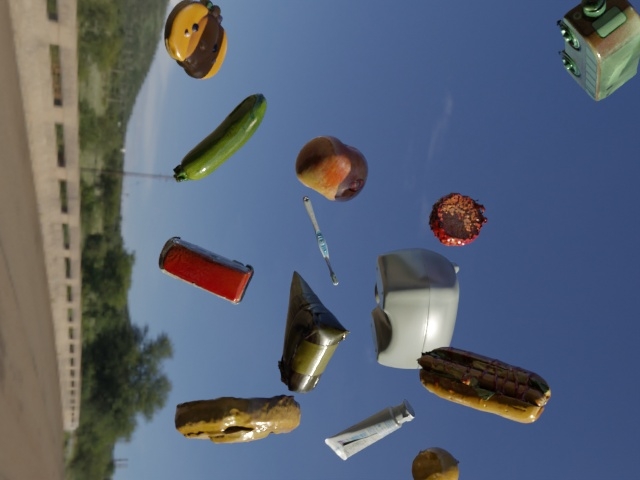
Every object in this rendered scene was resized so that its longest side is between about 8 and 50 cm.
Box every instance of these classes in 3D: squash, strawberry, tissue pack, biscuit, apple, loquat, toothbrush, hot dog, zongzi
[{"bbox_3d":[-0.202,-0.207,1.405,0.258,0.069,0.069,-46,-158,-4],"label":"squash"},{"bbox_3d":[0.345,-0.052,1.727,0.086,0.145,0.145,121,-32,-65],"label":"strawberry"},{"bbox_3d":[0.271,0.193,1.895,0.229,0.235,0.333,-95,-175,-52],"label":"tissue pack"},{"bbox_3d":[-0.254,-0.437,1.444,0.050,0.170,0.170,16,-76,34],"label":"biscuit"},{"bbox_3d":[0.037,-0.202,1.891,0.164,0.209,0.209,-61,-158,4],"label":"apple"},{"bbox_3d":[0.337,0.670,1.971,0.141,0.141,0.141,-176,-90,-71],"label":"loquat"},{"bbox_3d":[-0.190,0.418,1.567,0.296,0.296,0.102,137,-46,-63],"label":"biscuit"},{"bbox_3d":[0.000,0.000,1.160,0.017,0.014,0.162,153,-83,-78],"label":"toothbrush"},{"bbox_3d":[0.279,0.247,1.202,0.250,0.104,0.076,16,-33,35],"label":"hot dog"},{"bbox_3d":[-0.070,0.297,2.188,0.289,0.154,0.317,-62,-144,22],"label":"zongzi"}]

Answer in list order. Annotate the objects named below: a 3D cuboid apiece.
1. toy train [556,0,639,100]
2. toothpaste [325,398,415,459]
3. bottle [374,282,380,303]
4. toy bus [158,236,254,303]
[{"bbox_3d":[0.618,-0.431,1.490,0.129,0.326,0.159,-38,-111,10],"label":"toy train"},{"bbox_3d":[0.166,0.617,2.198,0.299,0.114,0.073,-33,-152,15],"label":"toothpaste"},{"bbox_3d":[0.301,0.164,2.118,0.253,0.120,0.121,3,-91,41],"label":"bottle"},{"bbox_3d":[-0.325,0.081,1.874,0.120,0.265,0.121,-159,-87,-86],"label":"toy bus"}]
